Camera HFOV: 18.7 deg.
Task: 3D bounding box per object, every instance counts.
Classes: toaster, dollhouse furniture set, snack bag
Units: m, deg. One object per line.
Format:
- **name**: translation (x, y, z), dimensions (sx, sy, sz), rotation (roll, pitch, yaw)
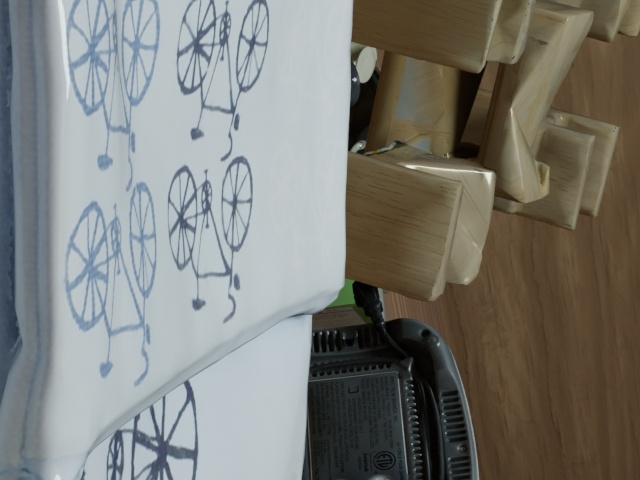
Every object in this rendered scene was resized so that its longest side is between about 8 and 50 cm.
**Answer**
- **toaster**: translation (0.027, 0.151, 1.107), dimensions (0.146, 0.129, 0.227), rotation (80, 3, -50)
- **dollhouse furniture set**: translation (0.051, -0.200, 1.212), dimensions (0.362, 0.256, 0.394), rotation (-22, 126, -65)
- **snack bag**: translation (-0.040, 0.036, 0.599), dimensions (0.323, 0.037, 0.343), rotation (-25, 120, -75)

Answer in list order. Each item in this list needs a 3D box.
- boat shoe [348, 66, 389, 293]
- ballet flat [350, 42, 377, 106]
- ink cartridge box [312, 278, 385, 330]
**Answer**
- **boat shoe**: translation (0.049, -0.060, 1.735), dimensions (0.114, 0.091, 0.302), rotation (-53, -165, 22)
- **ballet flat**: translation (0.013, -0.155, 1.612), dimensions (0.203, 0.074, 0.074), rotation (-83, 164, -67)
- **ink cartridge box**: translation (0.000, 0.000, 1.328), dimensions (0.209, 0.062, 0.109), rotation (49, 34, -78)
